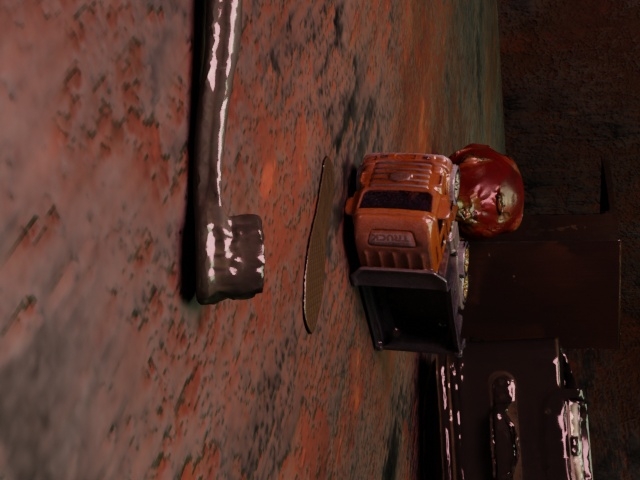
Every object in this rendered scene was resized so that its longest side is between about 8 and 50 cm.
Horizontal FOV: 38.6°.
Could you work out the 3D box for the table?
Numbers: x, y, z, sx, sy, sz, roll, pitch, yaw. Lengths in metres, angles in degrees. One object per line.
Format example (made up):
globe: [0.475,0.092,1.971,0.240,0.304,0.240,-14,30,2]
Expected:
table: [0.342,0.014,1.460,0.282,0.251,0.196,-69,153,-58]

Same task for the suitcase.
suitcase: [0.242,0.268,1.144,0.434,0.194,0.283,47,40,-69]

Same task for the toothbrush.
toothbrush: [-0.042,-0.119,0.416,0.030,0.031,0.297,145,-55,-76]

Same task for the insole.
insole: [0.000,0.000,0.617,0.045,0.002,0.135,70,23,-53]

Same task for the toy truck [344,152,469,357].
toy truck: [0.076,0.021,0.749,0.192,0.083,0.092,75,25,-45]

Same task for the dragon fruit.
dragon fruit: [0.187,-0.053,1.171,0.246,0.125,0.125,-19,121,-58]
